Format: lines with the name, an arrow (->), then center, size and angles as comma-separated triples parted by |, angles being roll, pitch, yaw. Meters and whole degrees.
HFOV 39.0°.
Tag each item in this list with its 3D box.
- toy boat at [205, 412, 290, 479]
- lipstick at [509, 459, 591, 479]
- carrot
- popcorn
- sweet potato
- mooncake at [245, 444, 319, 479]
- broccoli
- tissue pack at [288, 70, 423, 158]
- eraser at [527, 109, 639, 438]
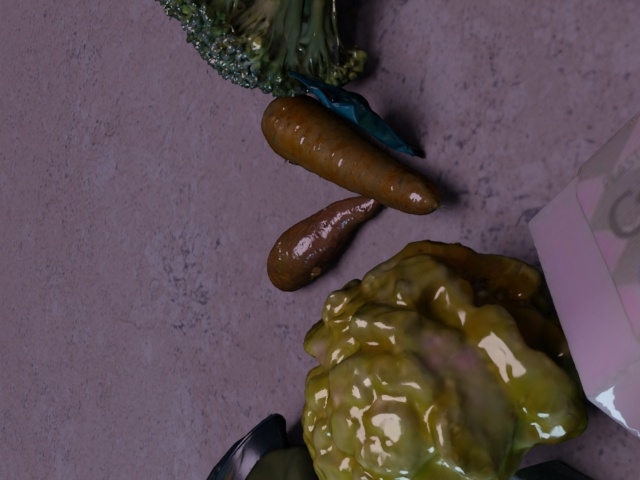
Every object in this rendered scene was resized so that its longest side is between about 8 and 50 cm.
toy boat -> -0.099, 0.295, 1.098 | 0.103, 0.093, 0.246 | 47, 126, 30
lipstick -> 0.274, 0.267, 0.667 | 0.317, 0.068, 0.066 | 25, 109, 47
carrot -> 0.037, -0.079, 0.928 | 0.298, 0.078, 0.078 | 36, 118, 46
popcorn -> 0.097, 0.110, 0.754 | 0.212, 0.259, 0.259 | 51, 132, 7
sweet potato -> -0.006, 0.001, 0.999 | 0.226, 0.068, 0.068 | -42, 60, 42
mooncake -> 0.038, 0.366, 0.868 | 0.351, 0.187, 0.351 | 4, 95, 48
broccoli -> 0.009, -0.313, 0.912 | 0.361, 0.252, 0.221 | -35, 64, 7
tissue pack -> 0.038, -0.125, 0.893 | 0.028, 0.138, 0.085 | -55, 43, 4
eraser -> 0.311, -0.044, 0.578 | 0.397, 0.082, 0.213 | -50, 36, 38
